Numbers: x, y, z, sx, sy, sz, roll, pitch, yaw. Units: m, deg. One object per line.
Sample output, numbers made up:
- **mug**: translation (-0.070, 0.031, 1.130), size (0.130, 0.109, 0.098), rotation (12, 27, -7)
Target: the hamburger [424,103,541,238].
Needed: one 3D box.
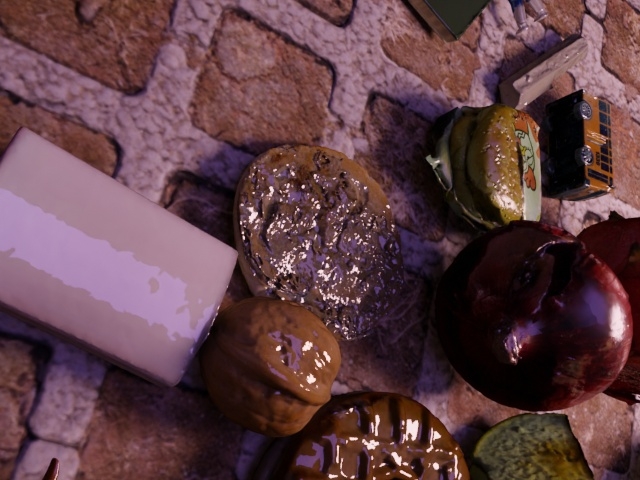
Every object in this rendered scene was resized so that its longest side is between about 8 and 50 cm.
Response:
- **hamburger**: translation (0.250, -0.108, 1.074), size (0.235, 0.125, 0.214), rotation (26, 57, -41)

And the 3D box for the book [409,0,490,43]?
- **book**: translation (0.163, -0.532, 1.124), size (0.371, 0.043, 0.260), rotation (46, 71, -16)

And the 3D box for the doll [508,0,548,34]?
- **doll**: translation (0.320, -0.478, 1.239), size (0.114, 0.057, 0.227), rotation (-37, 104, -33)

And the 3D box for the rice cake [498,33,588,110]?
- **rice cake**: translation (0.398, -0.298, 1.256), size (0.256, 0.052, 0.057), rotation (-36, 129, -33)

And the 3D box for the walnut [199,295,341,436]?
- **walnut**: translation (-0.059, 0.142, 0.817), size (0.166, 0.149, 0.166), rotation (0, 88, -8)

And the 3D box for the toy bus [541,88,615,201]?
- **toy bus**: translation (0.455, -0.157, 1.241), size (0.103, 0.091, 0.182), rotation (14, 71, -30)

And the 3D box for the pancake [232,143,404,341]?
- **pancake**: translation (0.001, 0.000, 0.941), size (0.282, 0.049, 0.282), rotation (7, 77, -32)

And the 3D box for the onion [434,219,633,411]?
- **onion**: translation (0.275, 0.105, 0.959), size (0.195, 0.272, 0.272), rotation (-4, 81, -63)

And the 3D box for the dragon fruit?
- **dragon fruit**: translation (0.500, 0.109, 1.106), size (0.295, 0.295, 0.301), rotation (47, 43, -17)

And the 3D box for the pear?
- **pear**: translation (0.307, 0.408, 0.977), size (0.159, 0.292, 0.292), rotation (-12, 87, 7)

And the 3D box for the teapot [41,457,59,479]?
- **teapot**: translation (-0.249, 0.293, 0.696), size (0.116, 0.116, 0.173), rotation (-30, 124, -33)

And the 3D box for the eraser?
- **eraser**: translation (-0.239, 0.024, 0.755), size (0.270, 0.095, 0.174), rotation (32, 65, -24)

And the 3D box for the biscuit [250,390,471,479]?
- **biscuit**: translation (0.056, 0.349, 0.875), size (0.332, 0.103, 0.332), rotation (6, 78, -31)
